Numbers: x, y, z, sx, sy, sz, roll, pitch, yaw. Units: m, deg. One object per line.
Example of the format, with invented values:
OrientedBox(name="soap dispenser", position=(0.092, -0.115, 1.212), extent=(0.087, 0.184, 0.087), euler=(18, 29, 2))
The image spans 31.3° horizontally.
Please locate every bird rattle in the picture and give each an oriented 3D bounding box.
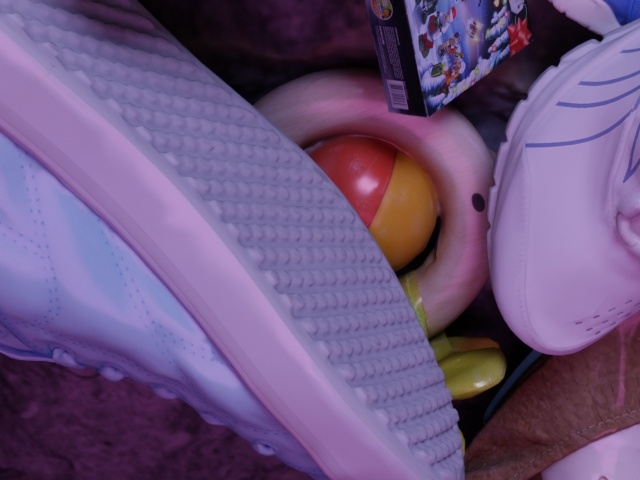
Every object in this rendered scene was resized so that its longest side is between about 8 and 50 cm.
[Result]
OrientedBox(name="bird rattle", position=(0.000, 0.000, 0.637), extent=(0.253, 0.143, 0.207), euler=(31, 107, 0))

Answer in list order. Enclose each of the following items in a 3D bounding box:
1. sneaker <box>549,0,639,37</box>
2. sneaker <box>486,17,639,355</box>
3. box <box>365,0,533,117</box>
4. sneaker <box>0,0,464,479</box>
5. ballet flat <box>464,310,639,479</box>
OrientedBox(name="sneaker", position=(0.193, -0.122, 0.561), extent=(0.152, 0.058, 0.084), euler=(30, 126, -6))
OrientedBox(name="sneaker", position=(0.171, -0.055, 0.495), extent=(0.111, 0.129, 0.297), euler=(24, 119, -16))
OrientedBox(name="box", position=(0.057, -0.140, 0.542), extent=(0.027, 0.094, 0.137), euler=(14, 130, 41))
OrientedBox(name="sneaker", position=(-0.087, 0.008, 0.512), extent=(0.150, 0.135, 0.366), euler=(-35, 107, 27))
OrientedBox(name="ballet flat", position=(0.123, 0.159, 0.674), extent=(0.116, 0.124, 0.342), euler=(17, 129, -41))
